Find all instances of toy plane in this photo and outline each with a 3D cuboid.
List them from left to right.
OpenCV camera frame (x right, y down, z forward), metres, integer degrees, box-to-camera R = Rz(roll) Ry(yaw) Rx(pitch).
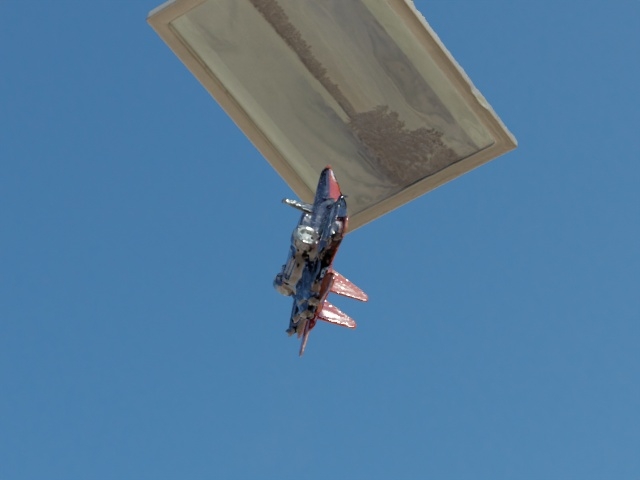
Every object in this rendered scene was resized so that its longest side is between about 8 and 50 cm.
[{"bbox_3d":[-0.003,0.000,1.562,0.061,0.189,0.130,8,-49,-15],"label":"toy plane"}]

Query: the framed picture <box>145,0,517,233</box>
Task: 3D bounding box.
[{"bbox_3d":[0.012,-0.144,1.772,0.213,0.016,0.289,-26,-62,27],"label":"framed picture"}]
